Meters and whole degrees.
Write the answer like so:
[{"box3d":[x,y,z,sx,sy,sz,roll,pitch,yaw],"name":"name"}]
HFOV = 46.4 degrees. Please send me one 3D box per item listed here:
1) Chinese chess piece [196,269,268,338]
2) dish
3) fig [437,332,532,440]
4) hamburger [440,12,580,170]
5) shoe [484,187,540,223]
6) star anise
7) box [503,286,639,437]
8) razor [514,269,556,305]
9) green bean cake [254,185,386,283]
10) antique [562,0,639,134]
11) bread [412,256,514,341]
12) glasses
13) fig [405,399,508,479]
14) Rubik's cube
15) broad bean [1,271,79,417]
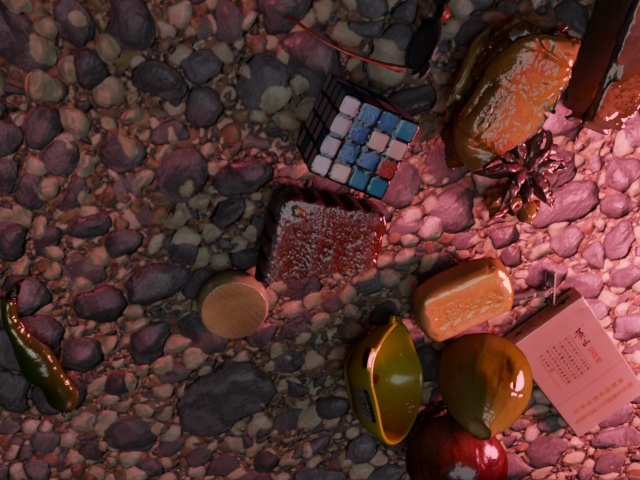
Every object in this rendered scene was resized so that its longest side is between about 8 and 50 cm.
[{"box3d":[-0.175,0.127,1.489,0.144,0.058,0.144,-4,116,-9],"name":"Chinese chess piece"},{"box3d":[0.120,0.296,1.590,0.108,0.221,0.262,0,121,32],"name":"dish"},{"box3d":[0.360,0.312,1.605,0.207,0.230,0.207,-5,115,-11],"name":"fig"},{"box3d":[0.335,-0.279,1.354,0.282,0.155,0.245,-20,115,1],"name":"hamburger"},{"box3d":[0.387,-0.070,1.518,0.109,0.072,0.069,12,74,-23],"name":"shoe"},{"box3d":[0.402,-0.138,1.463,0.182,0.065,0.195,-42,98,-6],"name":"star anise"},{"box3d":[0.600,0.294,1.754,0.204,0.051,0.365,-37,118,7],"name":"box"},{"box3d":[0.418,0.125,1.638,0.211,0.036,0.084,-11,116,-8],"name":"razor"},{"box3d":[0.000,0.000,1.444,0.232,0.097,0.199,5,113,-15],"name":"green bean cake"},{"box3d":[0.563,-0.340,1.392,0.150,0.125,0.284,15,111,-18],"name":"antique"},{"box3d":[0.295,0.117,1.569,0.217,0.098,0.147,-20,114,-1],"name":"bread"},{"box3d":[0.092,-0.412,1.253,0.268,0.118,0.234,8,115,-17],"name":"glasses"},{"box3d":[0.310,0.496,1.700,0.235,0.214,0.235,9,130,11],"name":"fig"},{"box3d":[0.062,-0.189,1.334,0.151,0.155,0.154,21,109,-19],"name":"Rubik's cube"},{"box3d":[-0.544,0.217,1.449,0.098,0.056,0.318,-10,115,-7],"name":"broad bean"}]
